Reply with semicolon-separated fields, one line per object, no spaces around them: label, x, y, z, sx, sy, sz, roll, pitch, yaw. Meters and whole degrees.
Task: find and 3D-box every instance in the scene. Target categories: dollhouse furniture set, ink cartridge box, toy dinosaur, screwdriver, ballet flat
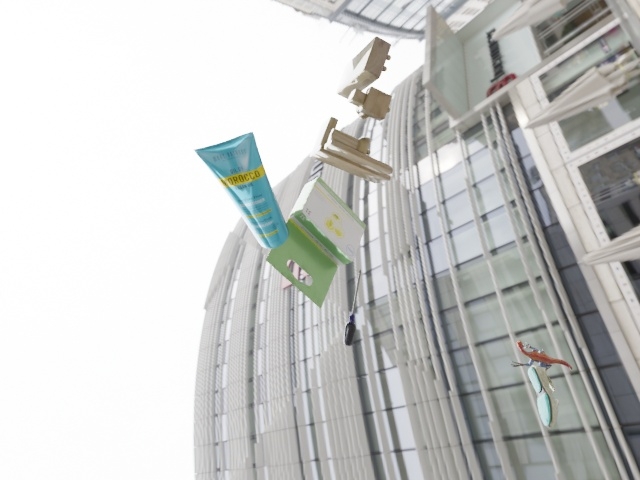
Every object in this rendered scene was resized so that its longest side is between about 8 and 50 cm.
dollhouse furniture set;0.083;-0.183;0.638;0.123;0.144;0.151;20;-93;-17
ink cartridge box;0.000;0.000;0.906;0.171;0.056;0.235;44;-135;-23
toy dinosaur;0.386;0.200;0.752;0.082;0.090;0.047;34;-127;-42
screwdriver;0.069;0.142;0.891;0.024;0.025;0.169;6;-82;-12
ballet flat;0.596;0.405;1.108;0.052;0.057;0.168;8;-133;-3

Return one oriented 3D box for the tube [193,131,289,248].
tube;-0.099;-0.067;0.612;0.207;0.080;0.052;68;-176;-51
